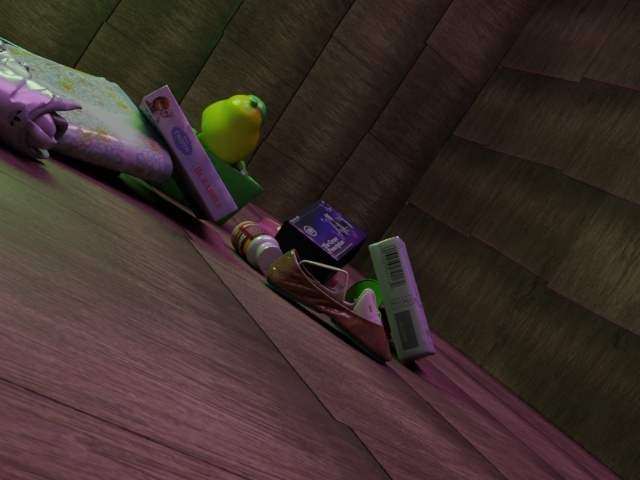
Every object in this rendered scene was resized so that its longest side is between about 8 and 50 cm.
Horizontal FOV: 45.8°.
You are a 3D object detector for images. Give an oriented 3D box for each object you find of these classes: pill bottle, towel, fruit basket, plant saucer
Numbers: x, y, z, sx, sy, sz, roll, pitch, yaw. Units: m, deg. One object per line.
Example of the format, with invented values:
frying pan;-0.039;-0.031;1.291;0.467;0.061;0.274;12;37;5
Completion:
pill bottle;-0.153;0.016;1.844;0.086;0.086;0.152;32;3;-36
towel;-0.526;-0.275;1.658;0.320;0.090;0.374;12;29;-48
fruit basket;-0.311;-0.272;2.154;0.392;0.392;0.283;33;3;-31
plant saucer;-0.082;0.027;2.310;0.332;0.084;0.332;31;-3;2

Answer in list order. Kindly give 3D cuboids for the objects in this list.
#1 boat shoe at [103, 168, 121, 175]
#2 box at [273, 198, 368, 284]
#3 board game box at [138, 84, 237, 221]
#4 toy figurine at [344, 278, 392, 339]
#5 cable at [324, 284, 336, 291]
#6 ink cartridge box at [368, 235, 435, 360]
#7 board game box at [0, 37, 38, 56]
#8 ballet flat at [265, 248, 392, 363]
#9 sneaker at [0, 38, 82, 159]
boat shoe;-0.471;-0.173;1.741;0.042;0.049;0.133;32;2;-14
box;0.000;0.000;2.126;0.184;0.103;0.261;36;25;9
board game box;-0.331;-0.198;1.830;0.319;0.066;0.318;60;-13;-10
toy figurine;0.157;0.214;2.051;0.159;0.130;0.173;44;17;-41
cable;-0.005;0.126;2.119;0.184;0.047;0.150;34;2;22
ink cartridge box;0.246;0.172;2.080;0.385;0.091;0.308;27;47;-72
board game box;-0.815;-0.462;1.836;0.336;0.079;0.254;25;0;-17
ballet flat;0.041;0.133;1.688;0.342;0.124;0.116;35;3;5
sneaker;-0.552;-0.254;1.357;0.210;0.137;0.366;34;8;-22
